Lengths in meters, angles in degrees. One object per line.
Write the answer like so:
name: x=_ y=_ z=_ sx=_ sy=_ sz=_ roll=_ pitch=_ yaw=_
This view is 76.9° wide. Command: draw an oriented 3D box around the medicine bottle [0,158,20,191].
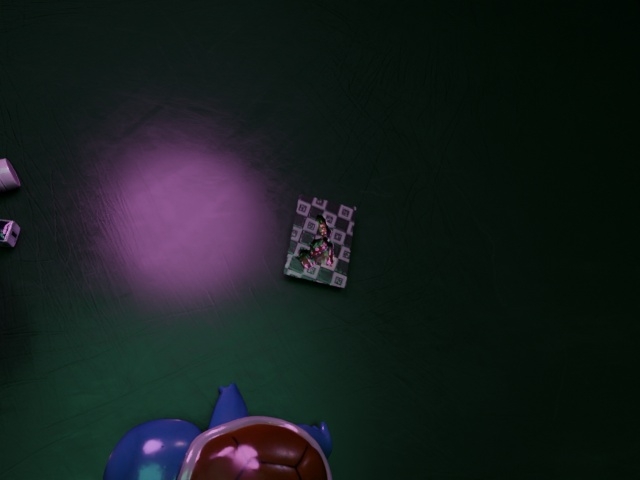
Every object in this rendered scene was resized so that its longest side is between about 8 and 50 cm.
medicine bottle: x=-0.619 y=-0.112 z=0.744 sx=0.091 sy=0.058 sz=0.058 roll=-24 pitch=75 yaw=-24

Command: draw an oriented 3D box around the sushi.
sushi: x=0.000 y=0.000 z=0.892 sx=0.140 sy=0.031 sz=0.200 roll=15 pitch=67 yaw=-10

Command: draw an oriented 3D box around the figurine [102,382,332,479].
figurine: x=-0.102 y=0.391 z=0.609 sx=0.418 sy=0.243 sz=0.297 roll=9 pitch=73 yaw=10

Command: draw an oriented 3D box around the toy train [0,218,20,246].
toy train: x=-0.651 y=-0.021 z=0.701 sx=0.208 sy=0.047 sz=0.043 roll=6 pitch=65 yaw=-13
